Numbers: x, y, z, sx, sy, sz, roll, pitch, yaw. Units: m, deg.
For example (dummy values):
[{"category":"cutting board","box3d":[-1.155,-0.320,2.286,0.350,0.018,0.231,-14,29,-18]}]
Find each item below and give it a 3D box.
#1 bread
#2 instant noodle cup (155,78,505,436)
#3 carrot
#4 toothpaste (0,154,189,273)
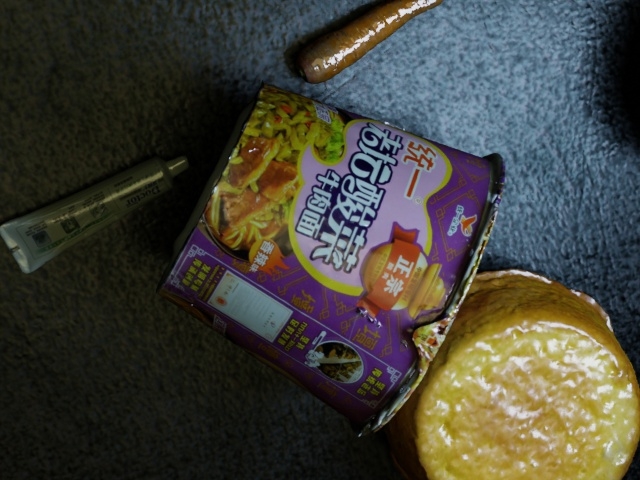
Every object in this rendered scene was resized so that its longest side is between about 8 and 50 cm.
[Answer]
[{"category":"bread","box3d":[0.225,0.187,1.682,0.312,0.172,0.312,-2,103,-10]},{"category":"instant noodle cup","box3d":[0.000,0.000,1.528,0.266,0.340,0.340,27,95,-8]},{"category":"carrot","box3d":[0.058,-0.233,1.625,0.191,0.047,0.047,-31,106,-8]},{"category":"toothpaste","box3d":[-0.242,-0.038,1.603,0.218,0.041,0.064,-28,112,-2]}]
